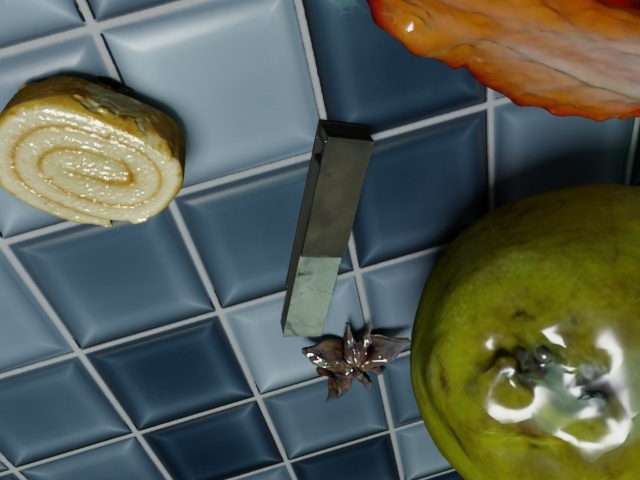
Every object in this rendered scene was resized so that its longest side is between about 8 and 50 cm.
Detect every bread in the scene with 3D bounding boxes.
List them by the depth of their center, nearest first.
[{"bbox_3d":[-0.195,-0.073,0.492,0.149,0.073,0.122,21,124,-24],"label":"bread"}]

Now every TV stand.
[{"bbox_3d":[0.000,0.000,0.609,0.049,0.040,0.256,1,125,-16],"label":"TV stand"}]

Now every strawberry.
[{"bbox_3d":[0.203,-0.195,0.423,0.336,0.265,0.149,14,93,-3],"label":"strawberry"}]

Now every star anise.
[{"bbox_3d":[0.051,0.146,0.720,0.129,0.056,0.124,-20,127,2],"label":"star anise"}]

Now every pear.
[{"bbox_3d":[0.263,0.110,0.579,0.352,0.352,0.413,-46,141,20],"label":"pear"}]
